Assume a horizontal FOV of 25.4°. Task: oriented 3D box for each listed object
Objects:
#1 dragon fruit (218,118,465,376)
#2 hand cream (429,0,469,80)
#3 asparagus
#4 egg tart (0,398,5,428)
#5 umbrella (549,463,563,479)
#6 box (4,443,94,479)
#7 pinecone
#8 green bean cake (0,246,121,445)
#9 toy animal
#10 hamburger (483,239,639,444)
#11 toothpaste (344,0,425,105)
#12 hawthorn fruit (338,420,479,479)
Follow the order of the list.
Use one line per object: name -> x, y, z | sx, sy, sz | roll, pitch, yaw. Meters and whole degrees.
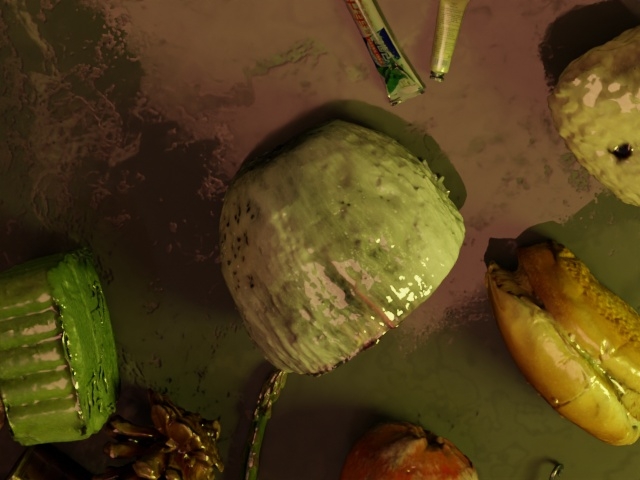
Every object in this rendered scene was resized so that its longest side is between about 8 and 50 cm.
dragon fruit -> 0.000, 0.000, 1.603 | 0.283, 0.204, 0.221 | -33, 102, 15
hand cream -> 0.143, -0.231, 1.604 | 0.035, 0.022, 0.102 | 12, 104, 3
asparagus -> -0.080, 0.259, 1.793 | 0.034, 0.027, 0.236 | 21, 110, 21
egg tart -> -0.468, 0.218, 1.814 | 0.129, 0.049, 0.128 | 2, 111, 6
umbrella -> 0.262, 0.400, 1.796 | 0.044, 0.044, 0.269 | 24, 112, 31
box -> -0.292, 0.359, 1.785 | 0.240, 0.159, 0.071 | 37, 102, -6
pinecone -> -0.197, 0.280, 1.729 | 0.150, 0.179, 0.195 | 11, 85, 3
green bean cake -> -0.314, 0.124, 1.680 | 0.113, 0.200, 0.214 | -11, 97, 7
toy animal -> 0.430, -0.143, 1.511 | 0.358, 0.188, 0.226 | -14, 117, 10
hamburger -> 0.300, 0.130, 1.637 | 0.283, 0.156, 0.144 | 42, 109, -10
toothpaste -> 0.062, -0.232, 1.608 | 0.045, 0.028, 0.170 | -22, 109, 20
hawthorn fruit -> 0.102, 0.309, 1.717 | 0.173, 0.173, 0.172 | 2, 109, 6
